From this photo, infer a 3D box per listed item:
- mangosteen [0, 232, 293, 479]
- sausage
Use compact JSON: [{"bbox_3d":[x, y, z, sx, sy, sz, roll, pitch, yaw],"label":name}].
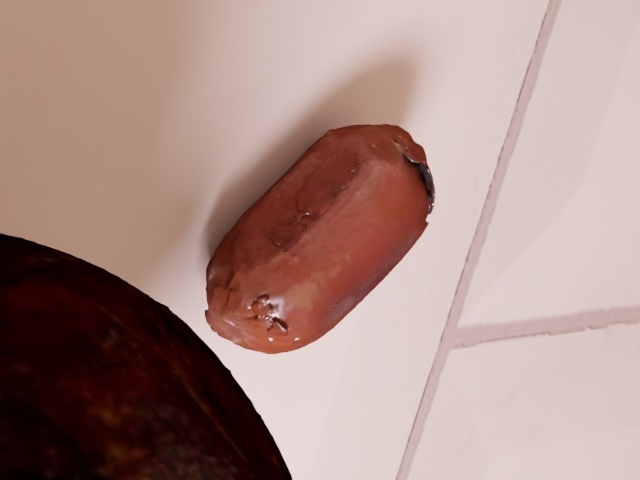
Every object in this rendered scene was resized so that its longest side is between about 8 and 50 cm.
[{"bbox_3d":[-0.139,0.154,0.656,0.330,0.330,0.330,-29,133,-36],"label":"mangosteen"},{"bbox_3d":[0.000,0.000,0.907,0.141,0.076,0.076,-43,140,-24],"label":"sausage"}]
